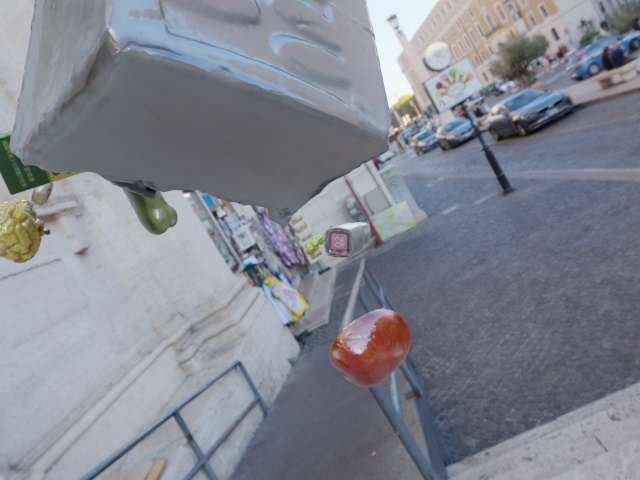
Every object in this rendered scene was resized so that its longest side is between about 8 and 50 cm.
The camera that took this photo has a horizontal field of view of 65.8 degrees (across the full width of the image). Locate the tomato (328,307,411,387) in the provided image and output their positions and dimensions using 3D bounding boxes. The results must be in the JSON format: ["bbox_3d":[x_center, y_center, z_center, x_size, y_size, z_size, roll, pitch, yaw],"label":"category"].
[{"bbox_3d":[0.113,0.214,0.967,0.174,0.166,0.082,-42,41,-12],"label":"tomato"}]

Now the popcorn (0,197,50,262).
[{"bbox_3d":[-0.814,-0.025,1.318,0.170,0.180,0.180,10,-19,-32],"label":"popcorn"}]

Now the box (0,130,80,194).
[{"bbox_3d":[-0.618,-0.205,1.142,0.235,0.132,0.034,-27,33,-29],"label":"box"}]

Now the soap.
[{"bbox_3d":[-0.116,-0.272,0.566,0.350,0.435,0.213,10,-27,-38],"label":"soap"}]

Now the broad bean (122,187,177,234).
[{"bbox_3d":[-0.642,-0.147,1.848,0.189,0.263,0.121,-17,12,46],"label":"broad bean"}]

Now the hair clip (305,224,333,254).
[{"bbox_3d":[0.000,0.000,1.790,0.173,0.046,0.072,-39,-10,-44],"label":"hair clip"}]

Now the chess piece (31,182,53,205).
[{"bbox_3d":[-0.837,-0.145,1.487,0.083,0.038,0.083,-49,28,38],"label":"chess piece"}]

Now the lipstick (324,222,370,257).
[{"bbox_3d":[0.083,-0.010,1.361,0.077,0.079,0.253,3,8,18],"label":"lipstick"}]
